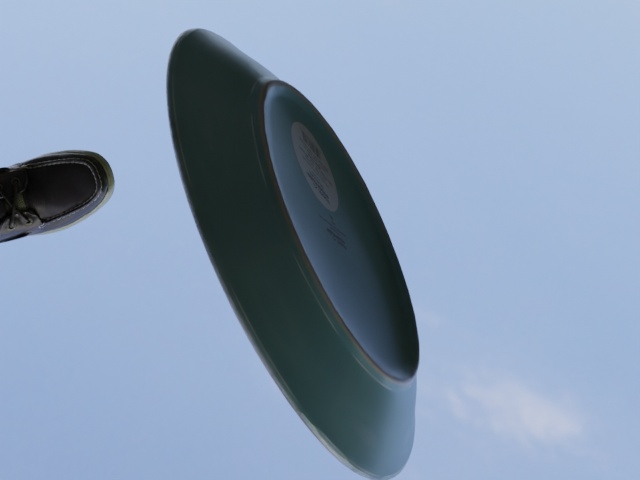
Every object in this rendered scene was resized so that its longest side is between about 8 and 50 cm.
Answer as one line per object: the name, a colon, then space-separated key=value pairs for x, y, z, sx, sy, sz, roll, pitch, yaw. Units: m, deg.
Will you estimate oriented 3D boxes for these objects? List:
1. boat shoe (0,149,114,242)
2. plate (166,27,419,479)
boat shoe: x=-0.213 y=-0.022 z=0.998 sx=0.049 sy=0.152 sz=0.056 roll=-44 pitch=-65 yaw=-72
plate: x=0.000 y=0.000 z=0.563 sx=0.188 sy=0.024 sz=0.188 roll=55 pitch=-160 yaw=-31
